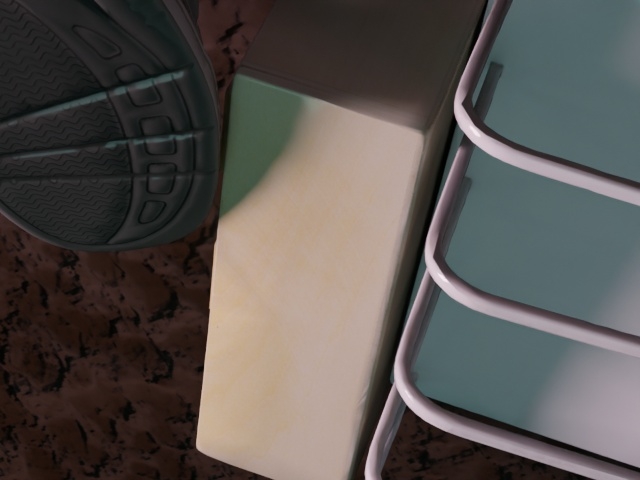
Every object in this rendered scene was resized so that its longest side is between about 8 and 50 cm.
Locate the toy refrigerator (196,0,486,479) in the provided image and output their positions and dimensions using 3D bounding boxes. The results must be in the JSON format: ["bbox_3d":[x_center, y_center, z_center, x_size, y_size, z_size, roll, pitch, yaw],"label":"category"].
[{"bbox_3d":[0.000,0.000,0.773,0.094,0.102,0.269,18,138,7],"label":"toy refrigerator"}]

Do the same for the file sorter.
[{"bbox_3d":[0.128,0.037,0.675,0.193,0.173,0.277,18,130,7],"label":"file sorter"}]

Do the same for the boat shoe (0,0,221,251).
[{"bbox_3d":[-0.110,-0.118,0.635,0.118,0.103,0.320,-7,138,11],"label":"boat shoe"}]
